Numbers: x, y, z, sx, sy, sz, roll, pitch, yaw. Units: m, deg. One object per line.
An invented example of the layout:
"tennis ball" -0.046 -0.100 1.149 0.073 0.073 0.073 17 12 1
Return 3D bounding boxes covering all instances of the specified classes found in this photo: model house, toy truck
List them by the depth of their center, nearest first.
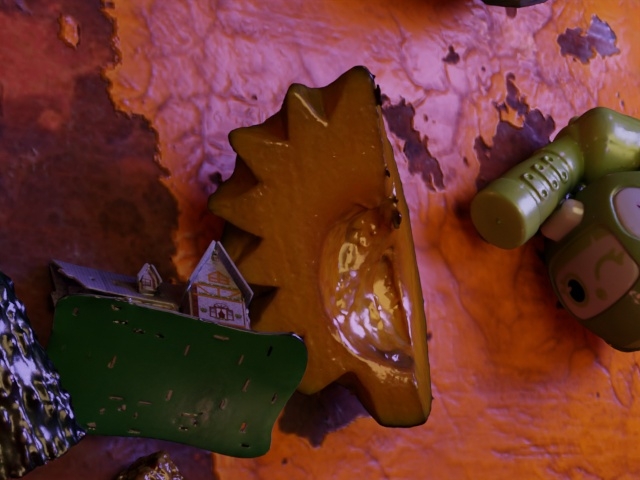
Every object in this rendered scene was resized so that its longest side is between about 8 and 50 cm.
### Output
"model house" -0.101 0.061 0.978 0.167 0.117 0.088 10 36 -17
"toy truck" 0.238 -0.027 1.258 0.210 0.148 0.187 35 55 -5

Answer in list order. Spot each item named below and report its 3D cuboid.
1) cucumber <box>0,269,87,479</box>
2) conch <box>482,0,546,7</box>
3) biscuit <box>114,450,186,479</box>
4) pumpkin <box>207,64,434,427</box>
"cucumber" -0.253 -0.027 0.868 0.096 0.096 0.359 -31 99 -40
"conch" 0.137 -0.291 1.215 0.277 0.195 0.220 11 50 -15
"biscuit" -0.073 0.229 0.996 0.064 0.034 0.199 -41 107 -38
"pumpkin" 0.000 0.000 1.085 0.149 0.130 0.254 -77 157 -74
